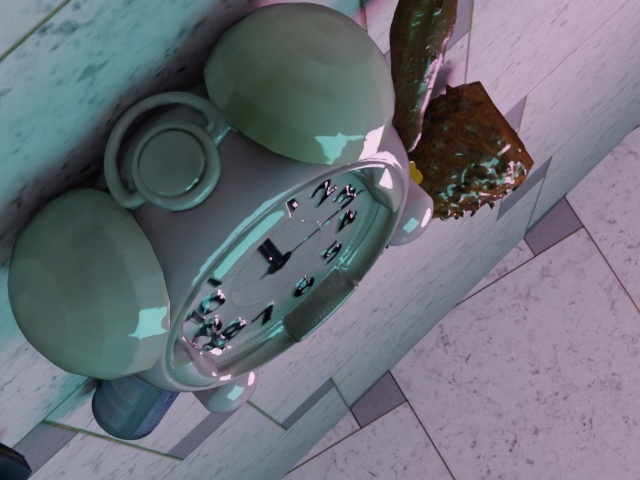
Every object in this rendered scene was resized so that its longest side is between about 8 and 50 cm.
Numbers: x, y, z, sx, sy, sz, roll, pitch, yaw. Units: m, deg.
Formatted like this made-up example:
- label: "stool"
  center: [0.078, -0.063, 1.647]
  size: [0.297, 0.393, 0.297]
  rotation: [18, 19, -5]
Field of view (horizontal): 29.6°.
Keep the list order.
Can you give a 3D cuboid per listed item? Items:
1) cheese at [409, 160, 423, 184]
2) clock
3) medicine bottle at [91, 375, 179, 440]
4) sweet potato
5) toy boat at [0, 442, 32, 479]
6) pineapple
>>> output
- label: "cheese"
  center: [0.000, 0.000, 1.357]
  size: [0.270, 0.069, 0.177]
  rotation: [-35, 156, 4]
- label: "clock"
  center: [-0.069, -0.017, 0.995]
  size: [0.342, 0.184, 0.326]
  rotation: [-49, 163, -2]
- label: "medicine bottle"
  center: [-0.179, 0.133, 1.316]
  size: [0.083, 0.083, 0.203]
  rotation: [-29, 162, -48]
- label: "sweet potato"
  center: [0.089, -0.181, 1.089]
  size: [0.068, 0.060, 0.205]
  rotation: [-12, 112, -66]
- label: "toy boat"
  center: [-0.333, 0.220, 1.190]
  size: [0.055, 0.060, 0.141]
  rotation: [-42, 160, -8]
- label: "pineapple"
  center: [0.117, -0.063, 1.480]
  size: [0.279, 0.157, 0.158]
  rotation: [-37, 169, 15]
